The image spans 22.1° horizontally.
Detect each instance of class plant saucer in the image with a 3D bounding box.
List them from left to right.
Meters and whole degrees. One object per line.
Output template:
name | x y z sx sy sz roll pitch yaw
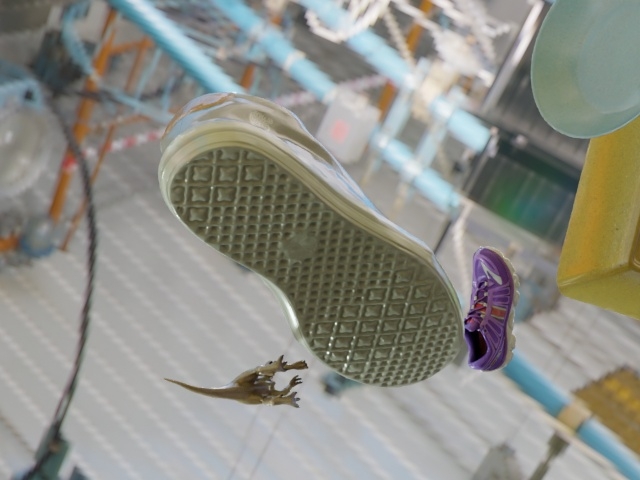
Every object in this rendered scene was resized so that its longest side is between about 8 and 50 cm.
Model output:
plant saucer | 0.295 -0.189 1.631 0.037 0.195 0.195 18 -149 -38
plant saucer | 0.501 -0.046 2.191 0.333 0.332 0.081 17 175 -27

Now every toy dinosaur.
toy dinosaur | -0.069 0.145 1.598 0.183 0.093 0.053 -2 -100 -63

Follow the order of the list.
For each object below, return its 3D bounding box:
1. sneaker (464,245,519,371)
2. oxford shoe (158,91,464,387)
sneaker | 0.222 0.093 2.183 0.071 0.169 0.068 -6 -175 -42
oxford shoe | 0.000 0.000 1.610 0.449 0.169 0.130 43 -161 -40
